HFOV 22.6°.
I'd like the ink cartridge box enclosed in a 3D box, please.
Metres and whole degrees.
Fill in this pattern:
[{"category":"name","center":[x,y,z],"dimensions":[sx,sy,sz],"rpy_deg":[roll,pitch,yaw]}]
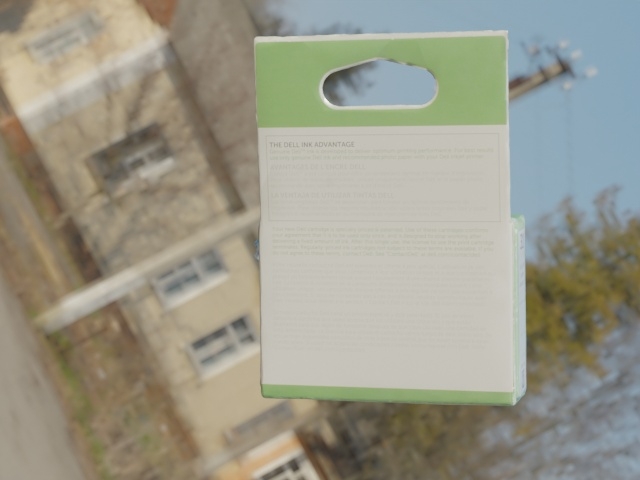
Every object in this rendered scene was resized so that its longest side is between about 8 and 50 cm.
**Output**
[{"category":"ink cartridge box","center":[0.045,-0.014,1.030],"dimensions":[0.056,0.171,0.235],"rpy_deg":[-15,105,-73]}]

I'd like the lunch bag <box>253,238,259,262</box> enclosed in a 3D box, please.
[{"category":"lunch bag","center":[0.000,0.000,1.131],"dimensions":[0.083,0.071,0.053],"rpy_deg":[29,7,11]}]
